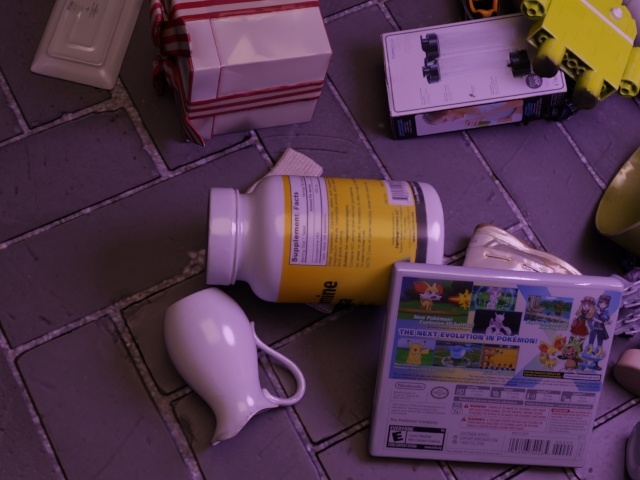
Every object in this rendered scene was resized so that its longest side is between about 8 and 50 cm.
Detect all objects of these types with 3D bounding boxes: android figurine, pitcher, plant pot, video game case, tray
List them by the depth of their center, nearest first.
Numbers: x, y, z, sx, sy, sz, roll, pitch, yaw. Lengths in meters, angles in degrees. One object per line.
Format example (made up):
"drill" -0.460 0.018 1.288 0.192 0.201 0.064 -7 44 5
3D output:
"video game case" 0.247 0.184 1.377 0.329 0.036 0.300 5 109 -5
"pitcher" -0.126 0.171 1.402 0.177 0.125 0.207 -20 80 -37
"plant pot" 0.645 -0.028 1.519 0.293 0.275 0.275 38 67 -7
"android figurine" 0.436 -0.343 1.567 0.248 0.056 0.273 37 56 -11
"tray" -0.393 -0.392 1.649 0.145 0.030 0.270 12 66 -1

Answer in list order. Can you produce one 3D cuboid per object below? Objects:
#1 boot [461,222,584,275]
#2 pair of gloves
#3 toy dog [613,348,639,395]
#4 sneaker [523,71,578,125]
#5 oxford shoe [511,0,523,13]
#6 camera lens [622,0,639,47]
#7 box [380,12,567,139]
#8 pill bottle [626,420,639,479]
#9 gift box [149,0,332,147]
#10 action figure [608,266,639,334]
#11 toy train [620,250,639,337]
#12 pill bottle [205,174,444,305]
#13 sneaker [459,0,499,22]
"boot" 0.309 0.088 1.508 0.213 0.077 0.165 28 68 6
"pair of gloves" -0.017 -0.022 1.531 0.240 0.042 0.204 39 68 9
"toy dog" 0.625 0.208 1.448 0.333 0.161 0.220 17 66 0
"sneaker" 0.446 -0.259 1.676 0.232 0.081 0.090 -12 71 -5
"oxford shoe" 0.464 -0.539 1.774 0.348 0.130 0.123 -42 57 -16
"camera lens" 0.635 -0.394 1.671 0.219 0.219 0.274 -15 66 -13
"box" 0.254 -0.280 1.613 0.289 0.087 0.169 -8 67 5
"pill bottle" 0.553 0.330 1.423 0.169 0.094 0.094 13 66 -2
"gift box" -0.138 -0.305 1.523 0.258 0.255 0.276 -9 65 -13
"action figure" 0.371 0.133 1.442 0.285 0.185 0.099 -23 29 -7
"toy train" 0.505 0.083 1.562 0.036 0.027 0.158 10 66 9
"pill bottle" 0.000 0.000 1.406 0.333 0.188 0.188 2 67 -8
"sneaker" 0.287 -0.459 1.736 0.084 0.083 0.215 -4 66 -7
